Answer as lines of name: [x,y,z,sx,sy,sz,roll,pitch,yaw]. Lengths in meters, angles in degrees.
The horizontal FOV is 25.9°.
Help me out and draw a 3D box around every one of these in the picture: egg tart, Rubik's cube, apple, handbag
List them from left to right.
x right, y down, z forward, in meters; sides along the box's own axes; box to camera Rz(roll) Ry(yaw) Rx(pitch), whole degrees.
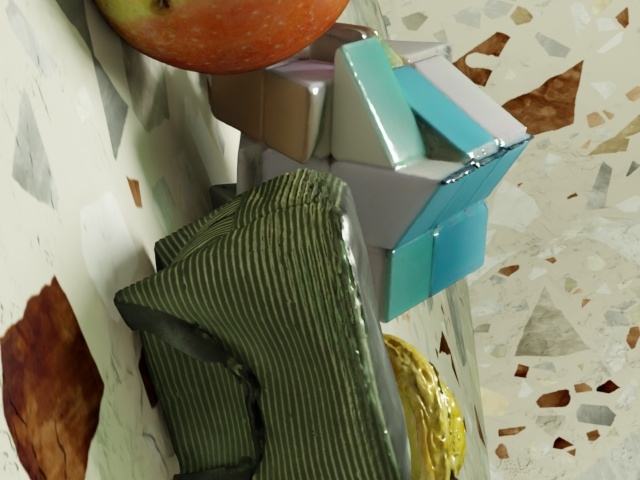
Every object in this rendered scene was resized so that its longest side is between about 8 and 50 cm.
apple: [-0.117,-0.351,1.493,0.348,0.277,0.348,-13,90,-78]
handbag: [-0.049,0.115,1.381,0.247,0.240,0.340,-70,146,-76]
Rubik's cube: [0.043,-0.091,1.695,0.387,0.368,0.358,-24,123,-57]
egg tart: [0.104,0.263,1.873,0.123,0.294,0.294,-5,80,-39]

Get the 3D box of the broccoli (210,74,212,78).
broccoli: [-0.087,-0.265,1.849,0.154,0.160,0.167,34,37,-31]
